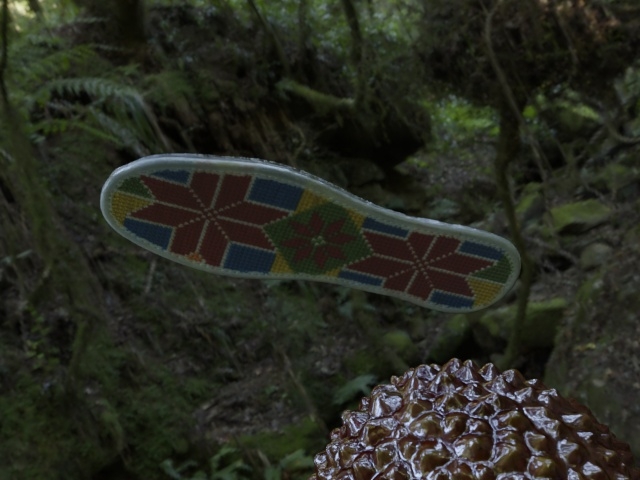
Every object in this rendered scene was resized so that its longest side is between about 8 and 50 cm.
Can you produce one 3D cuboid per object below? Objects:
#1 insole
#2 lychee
[{"bbox_3d":[0.000,0.000,0.355,0.006,0.194,0.065,-92,21,-50],"label":"insole"},{"bbox_3d":[0.141,0.264,0.686,0.306,0.330,0.306,-60,14,26],"label":"lychee"}]
